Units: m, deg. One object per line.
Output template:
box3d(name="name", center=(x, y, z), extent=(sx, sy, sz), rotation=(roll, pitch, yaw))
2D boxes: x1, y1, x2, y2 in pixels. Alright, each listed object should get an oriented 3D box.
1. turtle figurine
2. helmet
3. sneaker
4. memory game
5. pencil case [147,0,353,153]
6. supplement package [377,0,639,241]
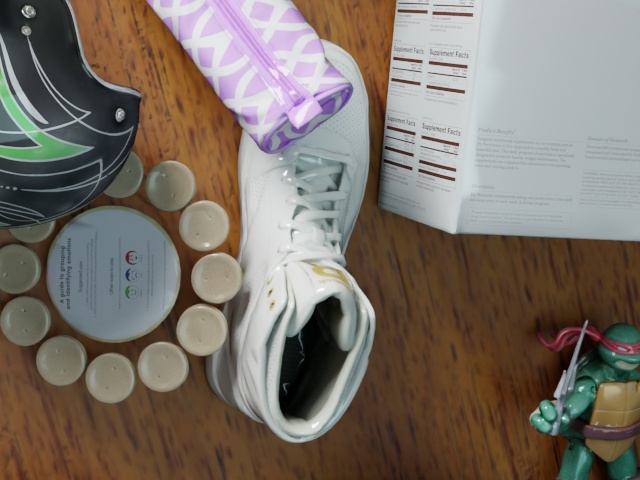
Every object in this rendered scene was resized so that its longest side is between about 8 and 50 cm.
box3d(name="turtle figurine", center=(0.247, 0.156, 1.212), extent=(0.175, 0.118, 0.234), rotation=(1, 115, -7))
box3d(name="helmet", center=(-0.209, -0.086, 0.964), extent=(0.169, 0.169, 0.162), rotation=(-31, 101, -14))
box3d(name="sneaker", center=(0.000, 0.000, 1.057), extent=(0.108, 0.169, 0.293), rotation=(9, 95, -21))
box3d(name="memory game", center=(-0.148, 0.025, 1.046), extent=(0.186, 0.012, 0.186), rotation=(0, 93, 4))
box3d(name="pencil case", center=(-0.063, -0.158, 1.008), extent=(0.086, 0.088, 0.206), rotation=(-37, 84, -9))
box3d(name="supplement package", center=(0.166, -0.111, 1.111), extent=(0.194, 0.149, 0.203), rotation=(2, 99, -22))
